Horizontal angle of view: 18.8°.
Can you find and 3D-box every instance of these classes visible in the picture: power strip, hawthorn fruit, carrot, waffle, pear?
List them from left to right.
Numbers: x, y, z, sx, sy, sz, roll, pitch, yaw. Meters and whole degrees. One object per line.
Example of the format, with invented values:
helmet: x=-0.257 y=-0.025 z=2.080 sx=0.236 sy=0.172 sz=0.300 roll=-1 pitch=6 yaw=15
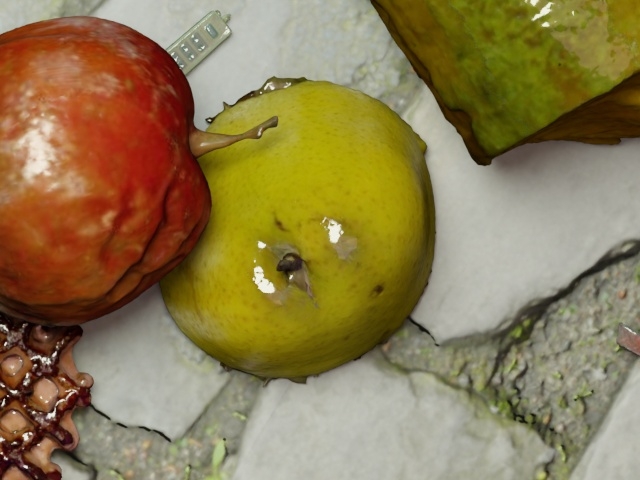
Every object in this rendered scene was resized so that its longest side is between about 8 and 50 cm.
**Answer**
waffle: x=-0.303 y=0.124 z=1.585 sx=0.234 sy=0.055 sz=0.221 roll=-2 pitch=97 yaw=-6
hawthorn fruit: x=-0.165 y=-0.063 z=1.507 sx=0.271 sy=0.242 sz=0.242 roll=-16 pitch=97 yaw=-12
power strip: x=-0.107 y=-0.162 z=1.617 sx=0.083 sy=0.017 sz=0.027 roll=-42 pitch=102 yaw=-3
pear: x=0.000 y=0.003 z=1.573 sx=0.267 sy=0.178 sz=0.267 roll=-2 pitch=98 yaw=-14
carrot: x=0.187 y=-0.180 z=1.562 sx=0.241 sy=0.241 sz=0.341 roll=-38 pitch=98 yaw=-6

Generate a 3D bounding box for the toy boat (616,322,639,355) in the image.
toy boat: x=0.322 y=0.056 z=1.709 sx=0.096 sy=0.034 sz=0.122 roll=29 pitch=87 yaw=-17
